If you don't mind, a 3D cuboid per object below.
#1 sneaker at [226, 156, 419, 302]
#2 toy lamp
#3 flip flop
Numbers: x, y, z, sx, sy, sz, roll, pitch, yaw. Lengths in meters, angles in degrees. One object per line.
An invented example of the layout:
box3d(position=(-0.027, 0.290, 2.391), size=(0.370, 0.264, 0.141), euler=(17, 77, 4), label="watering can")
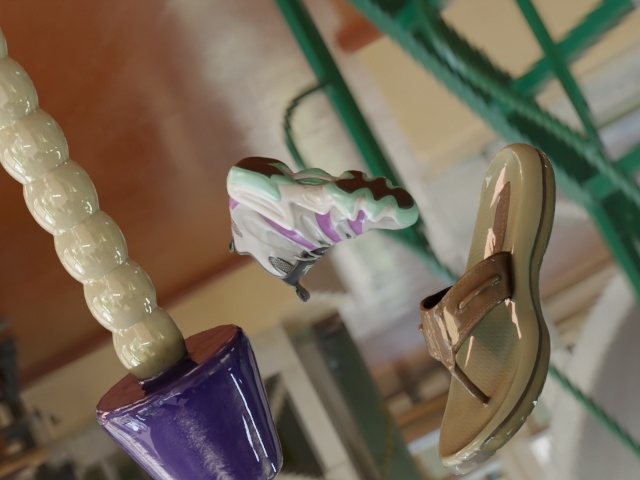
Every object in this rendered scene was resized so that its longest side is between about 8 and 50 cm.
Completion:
box3d(position=(0.000, 0.000, 0.861), size=(0.098, 0.069, 0.038), euler=(13, -158, 22), label="sneaker")
box3d(position=(-0.102, -0.005, 0.765), size=(0.080, 0.274, 0.080), euler=(-27, -168, 6), label="toy lamp")
box3d(position=(0.114, 0.042, 1.284), size=(0.080, 0.277, 0.112), euler=(22, 150, -20), label="flip flop")
